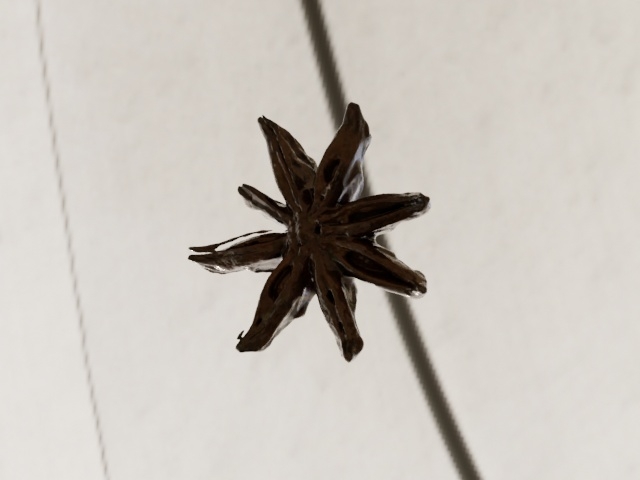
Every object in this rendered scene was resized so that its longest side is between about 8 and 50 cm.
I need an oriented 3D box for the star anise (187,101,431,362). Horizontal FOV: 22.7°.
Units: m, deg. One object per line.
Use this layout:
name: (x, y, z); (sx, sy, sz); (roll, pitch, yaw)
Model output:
star anise: (0.002, 0.001, 0.826); (0.141, 0.141, 0.042); (26, -177, 28)
